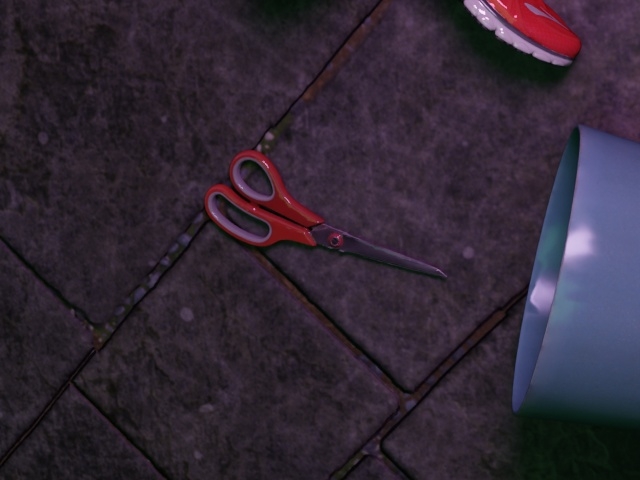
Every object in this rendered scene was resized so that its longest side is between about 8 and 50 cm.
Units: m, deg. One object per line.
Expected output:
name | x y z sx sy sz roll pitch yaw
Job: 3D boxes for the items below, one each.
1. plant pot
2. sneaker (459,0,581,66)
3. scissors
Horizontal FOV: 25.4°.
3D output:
plant pot | 0.332 0.052 1.381 0.235 0.293 0.293 12 112 3
sneaker | 0.176 -0.294 1.430 0.118 0.107 0.279 -41 90 19
scissors | 0.000 0.000 1.646 0.297 0.021 0.109 32 114 10
